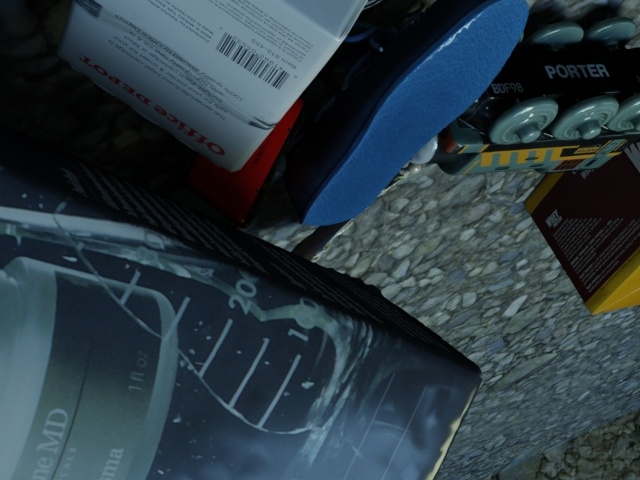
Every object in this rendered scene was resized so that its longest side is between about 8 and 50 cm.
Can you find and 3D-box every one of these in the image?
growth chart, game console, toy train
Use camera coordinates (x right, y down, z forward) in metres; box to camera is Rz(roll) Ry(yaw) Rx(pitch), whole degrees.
[{"bbox_3d":[0.000,0.000,1.266,0.237,0.021,0.172,-44,-171,-36],"label":"growth chart"},{"bbox_3d":[-0.079,-0.086,1.104,0.124,0.085,0.144,37,70,-34],"label":"game console"},{"bbox_3d":[0.241,-0.147,1.252,0.333,0.142,0.190,-8,157,-32],"label":"toy train"}]

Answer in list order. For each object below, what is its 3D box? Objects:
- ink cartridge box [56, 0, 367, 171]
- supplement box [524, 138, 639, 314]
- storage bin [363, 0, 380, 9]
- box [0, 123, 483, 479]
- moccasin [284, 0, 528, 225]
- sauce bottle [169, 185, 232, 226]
[{"bbox_3d":[-0.076,-0.169,0.800,0.100,0.172,0.237,-60,-171,-26],"label":"ink cartridge box"},{"bbox_3d":[0.413,-0.039,1.514,0.129,0.194,0.191,-8,147,-32],"label":"supplement box"},{"bbox_3d":[-0.017,-0.255,0.879,0.122,0.084,0.180,-24,152,-6],"label":"storage bin"},{"bbox_3d":[-0.218,0.187,0.847,0.471,0.297,0.480,24,93,-20],"label":"box"},{"bbox_3d":[0.054,-0.149,1.094,0.137,0.117,0.342,3,144,-45],"label":"moccasin"},{"bbox_3d":[-0.157,0.069,1.286,0.111,0.111,0.344,-15,146,-23],"label":"sauce bottle"}]
